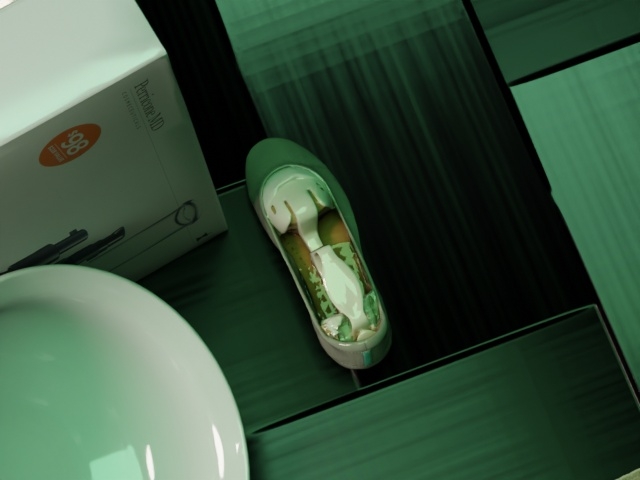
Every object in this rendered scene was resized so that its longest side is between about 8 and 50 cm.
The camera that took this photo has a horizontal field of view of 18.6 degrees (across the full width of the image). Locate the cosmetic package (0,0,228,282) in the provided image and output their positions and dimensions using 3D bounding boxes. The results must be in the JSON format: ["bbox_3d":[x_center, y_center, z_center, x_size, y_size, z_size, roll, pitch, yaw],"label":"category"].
[{"bbox_3d":[-0.227,-0.029,1.407,0.284,0.377,0.097,-32,74,-6],"label":"cosmetic package"}]

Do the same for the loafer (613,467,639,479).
[{"bbox_3d":[0.216,0.234,1.440,0.269,0.092,0.102,-29,72,-5],"label":"loafer"}]

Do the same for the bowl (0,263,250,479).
[{"bbox_3d":[-0.207,0.175,1.438,0.298,0.134,0.297,11,72,-34],"label":"bowl"}]

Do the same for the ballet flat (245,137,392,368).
[{"bbox_3d":[0.000,0.000,1.544,0.072,0.068,0.213,-24,72,-4],"label":"ballet flat"}]

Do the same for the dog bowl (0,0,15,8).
[{"bbox_3d":[-0.331,-0.152,1.541,0.265,0.104,0.264,1,101,6],"label":"dog bowl"}]
